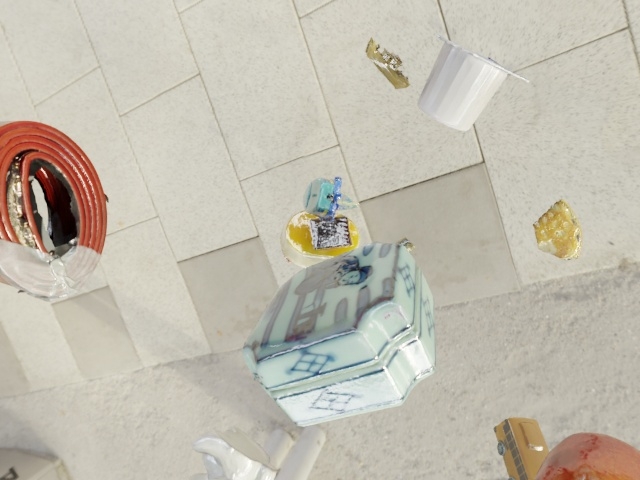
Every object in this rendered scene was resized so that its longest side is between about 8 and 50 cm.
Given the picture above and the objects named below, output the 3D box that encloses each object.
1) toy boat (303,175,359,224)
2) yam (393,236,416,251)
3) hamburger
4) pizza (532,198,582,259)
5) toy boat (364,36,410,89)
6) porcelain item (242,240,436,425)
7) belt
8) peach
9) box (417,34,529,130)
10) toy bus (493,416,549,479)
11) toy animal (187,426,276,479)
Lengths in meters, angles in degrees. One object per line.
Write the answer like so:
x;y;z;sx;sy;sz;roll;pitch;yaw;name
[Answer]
0.024;-0.075;0.836;0.110;0.175;0.091;12;91;-16;toy boat
0.186;0.068;1.377;0.252;0.061;0.061;-33;91;9;yam
0.000;0.000;1.557;0.295;0.151;0.227;8;71;-5;hamburger
0.579;-0.022;1.041;0.099;0.035;0.160;-11;104;41;pizza
0.222;-0.568;1.374;0.072;0.064;0.206;-36;132;25;toy boat
0.034;0.137;0.704;0.285;0.281;0.157;-22;110;25;porcelain item
-0.507;-0.047;0.762;0.115;0.227;0.324;9;116;27;belt
0.424;0.417;0.640;0.243;0.243;0.200;36;142;8;peach
0.434;-0.450;1.278;0.291;0.262;0.206;21;121;-12;box
0.544;0.573;1.128;0.098;0.201;0.114;8;130;-7;toy bus
-0.248;0.606;1.014;0.205;0.272;0.265;29;73;17;toy animal
